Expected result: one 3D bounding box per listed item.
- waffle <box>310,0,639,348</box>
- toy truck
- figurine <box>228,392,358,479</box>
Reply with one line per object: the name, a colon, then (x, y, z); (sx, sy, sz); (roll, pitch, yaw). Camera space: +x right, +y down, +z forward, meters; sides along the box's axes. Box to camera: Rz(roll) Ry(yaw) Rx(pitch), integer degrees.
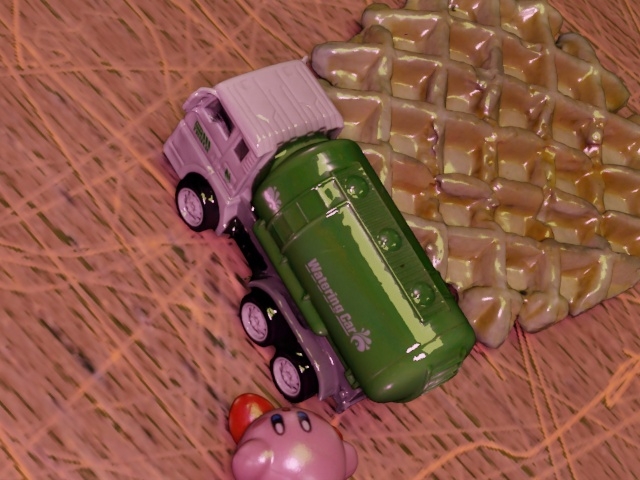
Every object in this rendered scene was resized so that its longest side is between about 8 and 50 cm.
waffle: (0.137, -0.074, 1.082); (0.309, 0.056, 0.292); (-30, 80, -36)
toy truck: (0.000, 0.000, 0.923); (0.101, 0.125, 0.242); (-23, 74, -35)
figurine: (-0.016, 0.135, 0.872); (0.083, 0.071, 0.067); (8, 101, -16)
